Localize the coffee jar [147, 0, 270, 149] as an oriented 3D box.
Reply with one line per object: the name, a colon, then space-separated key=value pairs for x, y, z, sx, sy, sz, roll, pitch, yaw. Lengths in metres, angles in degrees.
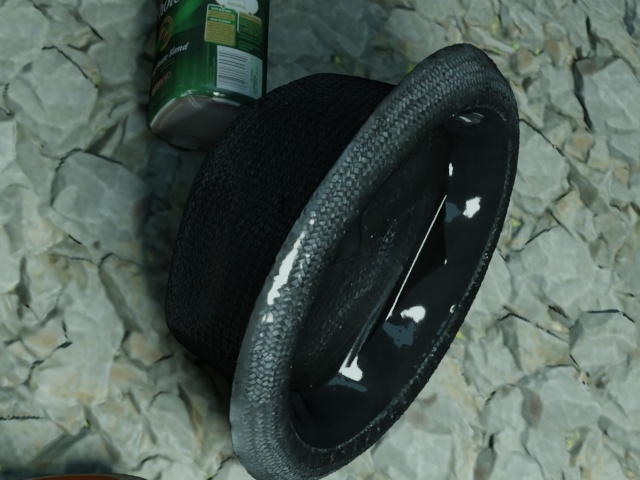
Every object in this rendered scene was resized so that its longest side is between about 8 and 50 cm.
coffee jar: x=-0.081 y=-0.168 z=1.264 sx=0.079 sy=0.096 sz=0.184 roll=13 pitch=64 yaw=-22

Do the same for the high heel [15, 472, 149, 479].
high heel: x=-0.249 y=0.274 z=1.032 sx=0.377 sy=0.127 sz=0.181 roll=-19 pitch=107 yaw=-33

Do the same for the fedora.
fedora: x=0.000 y=0.000 z=1.179 sx=0.152 sy=0.334 sz=0.334 roll=26 pitch=54 yaw=28
